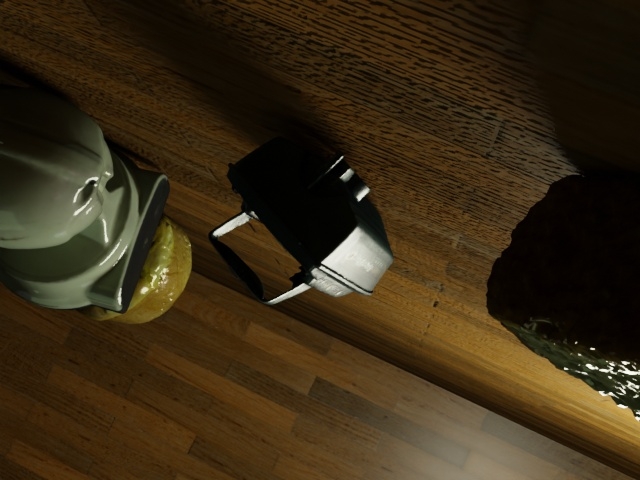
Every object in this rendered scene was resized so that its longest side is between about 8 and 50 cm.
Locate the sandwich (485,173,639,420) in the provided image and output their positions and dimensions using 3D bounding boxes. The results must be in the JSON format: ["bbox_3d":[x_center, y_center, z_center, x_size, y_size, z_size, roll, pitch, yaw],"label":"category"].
[{"bbox_3d":[0.235,0.067,0.333,0.254,0.100,0.288,30,170,-24],"label":"sandwich"}]

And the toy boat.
[{"bbox_3d":[0.000,0.000,0.642,0.093,0.103,0.246,49,-176,16],"label":"toy boat"}]

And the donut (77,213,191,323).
[{"bbox_3d":[-0.338,0.035,1.500,0.261,0.208,0.128,25,174,40],"label":"donut"}]

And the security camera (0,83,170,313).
[{"bbox_3d":[-0.286,-0.050,0.904,0.191,0.197,0.277,15,164,7],"label":"security camera"}]
